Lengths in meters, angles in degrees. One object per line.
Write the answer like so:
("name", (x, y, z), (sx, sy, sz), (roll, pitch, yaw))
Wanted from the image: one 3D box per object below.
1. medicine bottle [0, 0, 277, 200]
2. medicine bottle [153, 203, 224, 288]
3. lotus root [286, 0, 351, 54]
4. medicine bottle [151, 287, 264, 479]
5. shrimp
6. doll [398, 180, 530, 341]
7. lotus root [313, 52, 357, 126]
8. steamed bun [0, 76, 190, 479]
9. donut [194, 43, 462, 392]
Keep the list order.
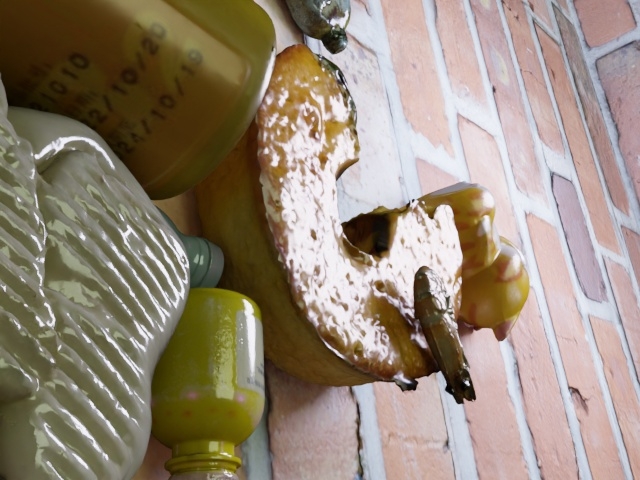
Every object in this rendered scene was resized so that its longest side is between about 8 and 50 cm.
("medicine bottle", (-0.243, -0.209, 0.662), (0.384, 0.224, 0.224), (31, 47, -36))
("medicine bottle", (-0.199, -0.003, 0.797), (0.217, 0.090, 0.090), (27, 49, -42))
("lotus root", (-0.006, -0.397, 1.298), (0.113, 0.088, 0.192), (-22, 88, -39))
("medicine bottle", (-0.115, 0.164, 0.777), (0.122, 0.122, 0.212), (24, 52, -43))
("shrimp", (0.154, 0.118, 0.981), (0.099, 0.041, 0.180), (-5, 76, -70))
("doll", (0.251, 0.022, 1.317), (0.269, 0.162, 0.166), (55, 5, -5))
("lotus root", (-0.002, -0.212, 1.200), (0.183, 0.078, 0.203), (55, 37, -13))
("steamed bun", (-0.280, 0.051, 0.514), (0.342, 0.255, 0.367), (50, 22, -30))
("donut", (0.000, 0.000, 1.002), (0.435, 0.164, 0.377), (49, 39, -25))
